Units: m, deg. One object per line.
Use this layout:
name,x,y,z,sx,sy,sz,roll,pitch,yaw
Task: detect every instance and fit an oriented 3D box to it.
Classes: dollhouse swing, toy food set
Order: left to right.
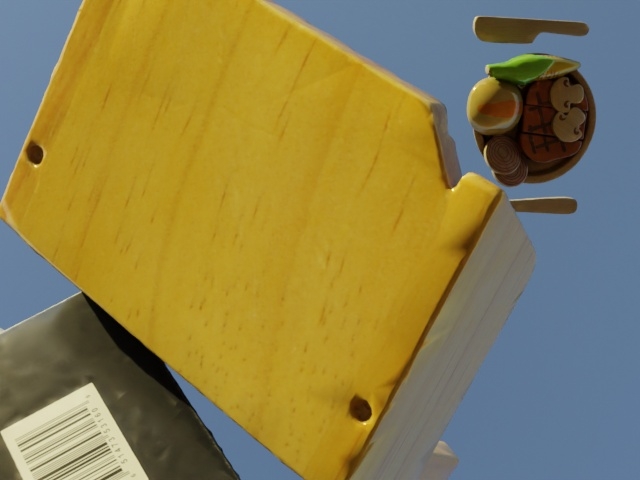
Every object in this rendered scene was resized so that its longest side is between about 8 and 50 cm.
dollhouse swing,0.000,0.000,0.921,0.347,0.305,0.315,36,-71,28
toy food set,0.200,-0.113,1.143,0.132,0.038,0.192,-1,-80,-12

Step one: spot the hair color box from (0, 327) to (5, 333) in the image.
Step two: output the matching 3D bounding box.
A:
hair color box,-0.394,0.149,1.160,0.339,0.110,0.185,26,-121,16

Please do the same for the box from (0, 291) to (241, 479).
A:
box,-0.144,0.250,0.920,0.183,0.294,0.296,-28,-133,-15
